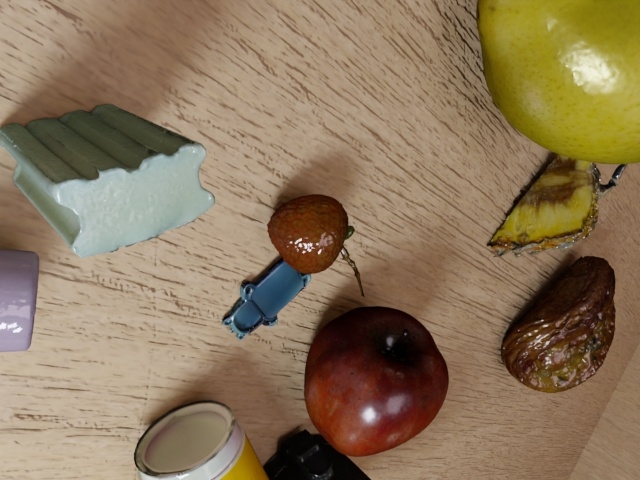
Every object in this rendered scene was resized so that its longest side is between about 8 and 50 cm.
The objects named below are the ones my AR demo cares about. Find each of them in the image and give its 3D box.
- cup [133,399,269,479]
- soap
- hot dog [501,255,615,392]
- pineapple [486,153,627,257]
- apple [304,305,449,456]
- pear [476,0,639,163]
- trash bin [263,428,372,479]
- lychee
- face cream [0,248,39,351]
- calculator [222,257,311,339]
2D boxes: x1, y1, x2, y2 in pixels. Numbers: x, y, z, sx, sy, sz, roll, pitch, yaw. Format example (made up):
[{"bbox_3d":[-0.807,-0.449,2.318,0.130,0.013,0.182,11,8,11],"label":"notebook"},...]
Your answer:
[{"bbox_3d":[-0.135,0.365,0.724,0.196,0.196,0.280,-27,115,-31],"label":"cup"},{"bbox_3d":[-0.186,-0.061,0.455,0.114,0.198,0.064,-24,124,-30],"label":"soap"},{"bbox_3d":[0.623,0.208,1.352,0.387,0.174,0.267,-40,130,-20],"label":"hot dog"},{"bbox_3d":[0.520,-0.062,1.134,0.335,0.158,0.161,-54,136,-9],"label":"pineapple"},{"bbox_3d":[0.080,0.213,0.831,0.233,0.234,0.234,-20,123,-35],"label":"apple"},{"bbox_3d":[0.426,-0.301,0.798,0.418,0.362,0.363,30,89,-19],"label":"pear"},{"bbox_3d":[0.043,0.481,0.859,0.202,0.301,0.252,-18,122,-36],"label":"trash bin"},{"bbox_3d":[-0.006,-0.002,0.718,0.140,0.101,0.115,29,72,-47],"label":"lychee"},{"bbox_3d":[-0.376,0.042,0.423,0.273,0.096,0.154,5,110,-30],"label":"face cream"},{"bbox_3d":[-0.074,0.079,0.757,0.141,0.019,0.094,-43,133,-16],"label":"calculator"}]
